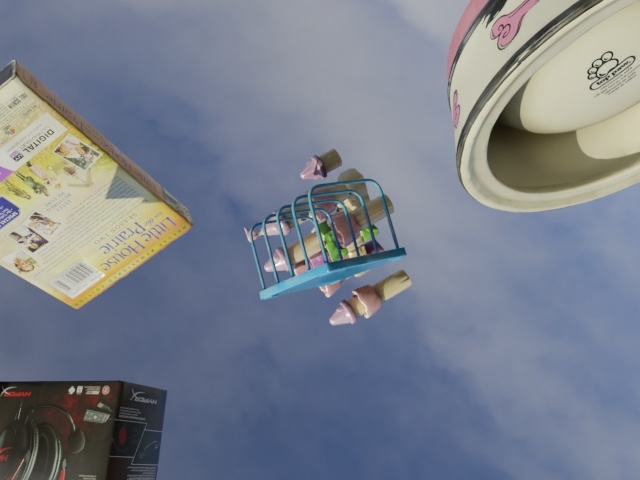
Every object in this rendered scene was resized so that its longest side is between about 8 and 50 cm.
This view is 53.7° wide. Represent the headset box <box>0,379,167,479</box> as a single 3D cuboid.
[{"bbox_3d":[-0.338,0.340,0.836,0.110,0.218,0.294,41,-132,-60],"label":"headset box"}]

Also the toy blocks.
[{"bbox_3d":[-0.007,0.003,1.334,0.260,0.289,0.309,-29,-137,-10],"label":"toy blocks"}]

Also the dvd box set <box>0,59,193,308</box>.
[{"bbox_3d":[-0.475,-0.070,1.112,0.420,0.307,0.062,45,-165,-44],"label":"dvd box set"}]

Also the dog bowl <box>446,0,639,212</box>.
[{"bbox_3d":[0.331,-0.208,0.741,0.407,0.408,0.151,5,-125,-34],"label":"dog bowl"}]

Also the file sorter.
[{"bbox_3d":[0.000,0.000,0.799,0.118,0.170,0.105,-9,-100,-34],"label":"file sorter"}]
